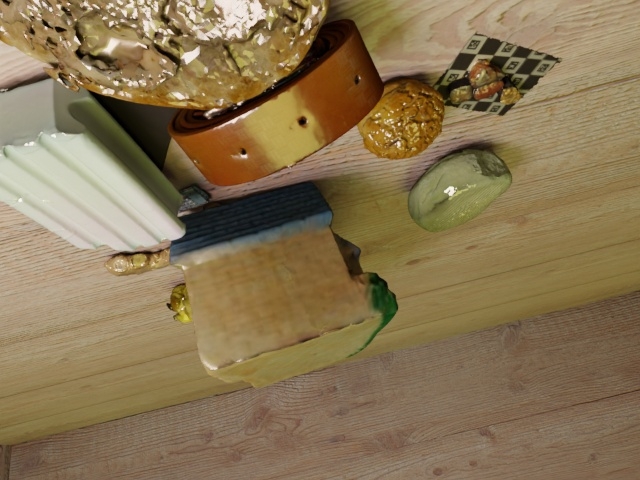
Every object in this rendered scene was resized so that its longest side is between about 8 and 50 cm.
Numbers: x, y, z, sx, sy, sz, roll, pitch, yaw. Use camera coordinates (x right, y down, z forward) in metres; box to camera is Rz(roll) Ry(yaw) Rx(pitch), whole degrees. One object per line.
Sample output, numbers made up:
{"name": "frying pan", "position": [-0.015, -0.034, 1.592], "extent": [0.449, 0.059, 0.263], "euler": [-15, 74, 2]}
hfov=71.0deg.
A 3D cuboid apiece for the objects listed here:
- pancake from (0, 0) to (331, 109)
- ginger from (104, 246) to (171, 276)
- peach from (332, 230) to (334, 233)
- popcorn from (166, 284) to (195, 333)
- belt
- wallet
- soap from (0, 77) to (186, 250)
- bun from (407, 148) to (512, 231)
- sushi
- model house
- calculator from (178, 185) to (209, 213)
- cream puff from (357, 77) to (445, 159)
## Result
{"name": "pancake", "position": [-0.166, -0.273, 0.349], "extent": [0.382, 0.071, 0.382], "euler": [0, 138, 0]}
{"name": "ginger", "position": [-0.388, 0.045, 1.001], "extent": [0.173, 0.051, 0.069], "euler": [-16, 160, -5]}
{"name": "peach", "position": [0.001, 0.002, 1.058], "extent": [0.083, 0.083, 0.083], "euler": [-11, 154, -5]}
{"name": "popcorn", "position": [-0.292, 0.170, 1.163], "extent": [0.195, 0.168, 0.173], "euler": [-24, -169, 43]}
{"name": "belt", "position": [-0.057, -0.171, 0.566], "extent": [0.261, 0.184, 0.105], "euler": [-28, 128, 9]}
{"name": "wallet", "position": [-0.270, -0.174, 0.639], "extent": [0.124, 0.025, 0.244], "euler": [4, 149, -27]}
{"name": "soap", "position": [-0.338, -0.085, 0.651], "extent": [0.173, 0.095, 0.289], "euler": [-15, 153, 5]}
{"name": "bun", "position": [0.282, -0.108, 0.947], "extent": [0.221, 0.108, 0.221], "euler": [-19, 157, -8]}
{"name": "sushi", "position": [0.290, -0.254, 0.742], "extent": [0.201, 0.031, 0.139], "euler": [0, 150, -26]}
{"name": "model house", "position": [-0.083, 0.082, 0.908], "extent": [0.334, 0.343, 0.382], "euler": [-17, 157, -9]}
{"name": "calculator", "position": [-0.296, -0.060, 0.868], "extent": [0.172, 0.018, 0.057], "euler": [-20, 152, 17]}
{"name": "cream puff", "position": [0.131, -0.187, 0.718], "extent": [0.144, 0.103, 0.126], "euler": [-30, 149, 18]}
